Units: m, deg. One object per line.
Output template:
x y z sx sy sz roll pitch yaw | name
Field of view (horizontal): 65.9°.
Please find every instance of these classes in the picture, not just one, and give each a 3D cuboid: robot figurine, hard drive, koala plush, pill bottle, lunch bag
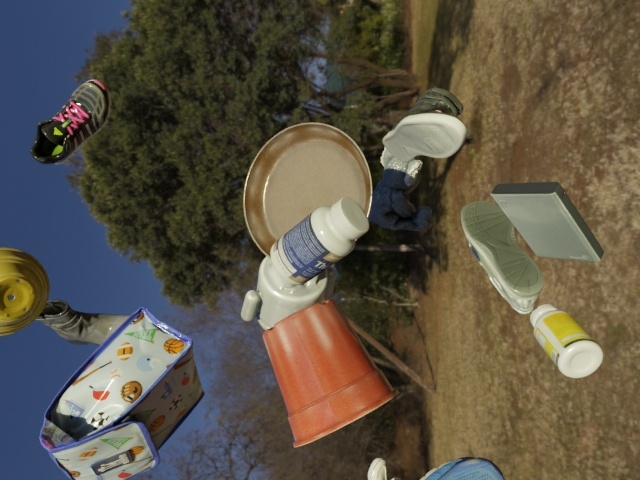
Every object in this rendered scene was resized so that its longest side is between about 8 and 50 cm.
-0.092 0.160 1.471 0.353 0.300 0.199 104 147 -49 | robot figurine
0.298 -0.023 0.650 0.135 0.094 0.022 43 -108 -26 | hard drive
0.231 -0.161 1.479 0.196 0.203 0.221 -125 39 -50 | koala plush
0.000 0.000 0.604 0.067 0.120 0.067 32 -142 -30 | pill bottle
0.581 0.234 1.187 0.184 0.103 0.103 -98 -1 -64 | pill bottle
-0.496 0.433 1.272 0.385 0.239 0.328 -48 -24 -38 | lunch bag

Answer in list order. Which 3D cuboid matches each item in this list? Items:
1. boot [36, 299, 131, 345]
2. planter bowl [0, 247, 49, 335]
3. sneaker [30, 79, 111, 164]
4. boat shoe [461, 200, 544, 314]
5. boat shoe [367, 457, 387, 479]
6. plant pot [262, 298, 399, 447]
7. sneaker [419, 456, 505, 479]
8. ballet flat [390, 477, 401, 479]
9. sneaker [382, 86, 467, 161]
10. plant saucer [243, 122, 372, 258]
-0.808 0.281 1.698 0.222 0.338 0.118 64 -159 -52 | boot
-0.743 0.129 1.169 0.217 0.090 0.217 -7 -80 -47 | planter bowl
-0.395 -0.179 0.775 0.063 0.170 0.075 44 -162 -13 | sneaker
0.430 0.029 1.198 0.103 0.118 0.320 77 176 -46 | boat shoe
0.097 0.413 0.812 0.035 0.035 0.100 -5 70 60 | boat shoe
0.003 0.301 1.176 0.265 0.272 0.272 63 -173 15 | plant pot
0.134 0.381 0.538 0.330 0.130 0.147 -43 -5 -37 | sneaker
0.149 0.472 0.933 0.114 0.041 0.041 162 109 -63 | ballet flat
0.222 -0.237 0.944 0.147 0.104 0.296 -50 11 -3 | sneaker
-0.027 -0.093 1.056 0.050 0.311 0.310 8 -101 -63 | plant saucer
